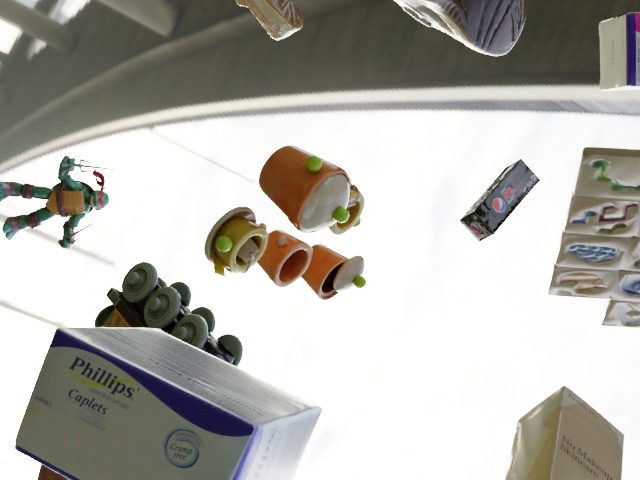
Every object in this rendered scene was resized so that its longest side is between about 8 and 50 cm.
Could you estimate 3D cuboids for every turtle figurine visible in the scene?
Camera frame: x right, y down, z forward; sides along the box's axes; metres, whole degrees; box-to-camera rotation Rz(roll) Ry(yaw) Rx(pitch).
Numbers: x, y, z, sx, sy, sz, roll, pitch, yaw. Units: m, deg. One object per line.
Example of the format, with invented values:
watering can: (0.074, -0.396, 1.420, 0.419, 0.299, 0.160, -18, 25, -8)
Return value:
turtle figurine: (-0.495, -0.070, 1.864, 0.118, 0.234, 0.175, -20, 104, -85)

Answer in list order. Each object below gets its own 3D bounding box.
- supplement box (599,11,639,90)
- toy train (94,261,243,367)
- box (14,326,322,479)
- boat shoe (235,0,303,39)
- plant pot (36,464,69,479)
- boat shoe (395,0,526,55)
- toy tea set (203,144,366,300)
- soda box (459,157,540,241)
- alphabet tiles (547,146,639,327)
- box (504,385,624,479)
supplement box: (0.555, -0.291, 1.500, 0.114, 0.220, 0.111, -145, -127, -81)
toy train: (-0.274, 0.177, 1.665, 0.190, 0.142, 0.334, -51, -131, 1)
box: (-0.082, 0.107, 0.562, 0.072, 0.126, 0.137, -67, 164, 0)
boat shoe: (-0.101, -0.367, 1.442, 0.059, 0.170, 0.063, -31, -165, 38)
plant pot: (-0.224, 0.367, 1.256, 0.267, 0.267, 0.235, -9, -130, 48)
boat shoe: (0.145, -0.311, 1.181, 0.098, 0.302, 0.109, 29, -80, 42)
toy tea set: (0.000, 0.000, 1.312, 0.124, 0.336, 0.200, 37, -83, 28)
soda box: (0.332, -0.075, 1.798, 0.169, 0.060, 0.053, -45, -175, -30)
alphabet tiles: (0.342, -0.001, 0.791, 0.342, 0.285, 0.011, 81, 14, -59)
box: (0.376, 0.385, 1.518, 0.121, 0.148, 0.311, -48, -174, 33)
